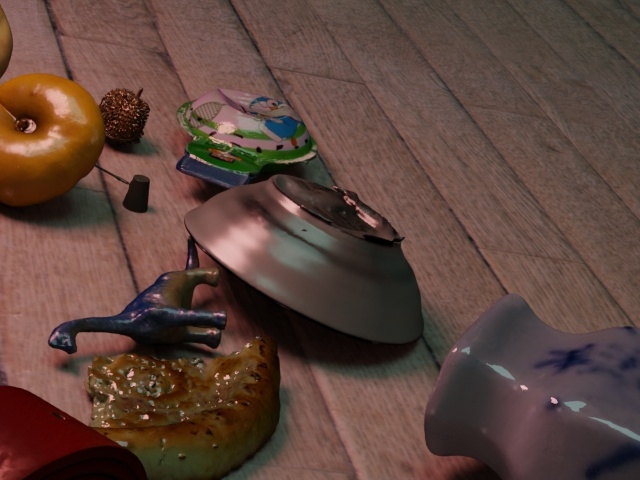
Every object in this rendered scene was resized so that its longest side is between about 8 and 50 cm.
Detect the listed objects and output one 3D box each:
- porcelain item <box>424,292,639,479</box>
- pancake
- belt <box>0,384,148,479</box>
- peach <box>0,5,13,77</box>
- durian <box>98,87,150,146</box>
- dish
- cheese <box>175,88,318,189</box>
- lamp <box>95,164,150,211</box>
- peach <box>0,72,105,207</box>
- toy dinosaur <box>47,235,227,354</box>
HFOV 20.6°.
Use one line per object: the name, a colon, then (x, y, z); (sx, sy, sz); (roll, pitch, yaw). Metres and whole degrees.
porcelain item: (0.318, 0.216, 1.753); (0.405, 0.178, 0.242); (27, 37, 21)
pancake: (-0.152, 0.158, 1.745); (0.197, 0.054, 0.376); (26, 24, 21)
belt: (-0.263, 0.232, 1.287); (0.115, 0.227, 0.324); (26, 23, 24)
peach: (-0.519, -0.254, 2.257); (0.232, 0.232, 0.232); (15, 23, -6)
durian: (-0.261, -0.168, 2.345); (0.080, 0.091, 0.080); (32, 15, -10)
dish: (0.000, 0.000, 2.064); (0.316, 0.106, 0.316); (24, 15, -7)
cheese: (-0.108, -0.135, 2.383); (0.204, 0.083, 0.320); (19, 23, 5)
lamp: (-0.267, -0.077, 2.182); (0.121, 0.054, 0.041); (15, 23, -7)
peach: (-0.347, -0.122, 2.111); (0.179, 0.103, 0.179); (-6, 51, 8)
toy dinosaur: (-0.198, 0.062, 1.906); (0.188, 0.075, 0.248); (9, 30, -12)
